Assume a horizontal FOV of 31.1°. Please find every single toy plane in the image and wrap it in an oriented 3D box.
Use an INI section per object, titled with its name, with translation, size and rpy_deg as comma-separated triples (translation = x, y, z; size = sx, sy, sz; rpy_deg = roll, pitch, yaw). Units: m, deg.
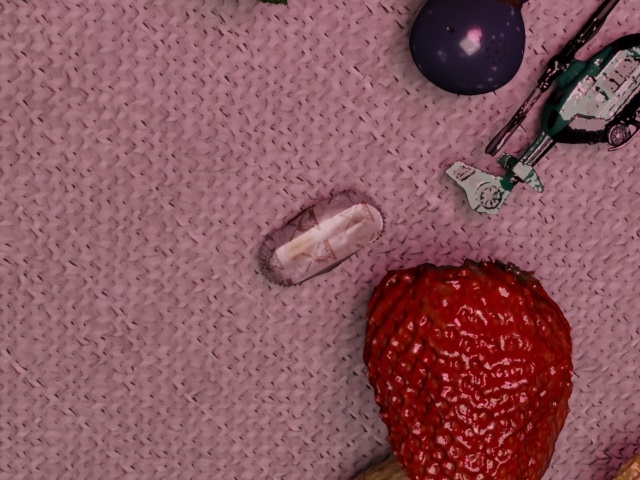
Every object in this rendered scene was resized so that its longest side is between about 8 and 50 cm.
[toy plane]
translation = 0.348, -0.177, 1.592
size = 0.155, 0.106, 0.381
rpy_deg = 41, 97, -10

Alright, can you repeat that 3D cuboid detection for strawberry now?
[strawberry]
translation = 0.217, 0.197, 1.551
size = 0.312, 0.267, 0.351
rpy_deg = 8, 64, -24

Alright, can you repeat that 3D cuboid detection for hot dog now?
[hot dog]
translation = 0.000, 0.000, 1.610
size = 0.192, 0.053, 0.099
rpy_deg = -33, 106, 4

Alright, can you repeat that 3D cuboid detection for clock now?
[clock]
translation = 0.204, -0.311, 1.504
size = 0.200, 0.146, 0.243
rpy_deg = 7, 105, -34

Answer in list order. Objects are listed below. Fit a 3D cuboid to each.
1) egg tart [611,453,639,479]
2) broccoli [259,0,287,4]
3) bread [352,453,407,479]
[egg tart]
translation = 0.556, 0.451, 1.771
size = 0.342, 0.132, 0.341
rpy_deg = -3, 106, -9
[broccoli]
translation = -0.048, -0.437, 1.381
size = 0.269, 0.269, 0.254
rpy_deg = 46, 65, -16
[bread]
translation = 0.208, 0.473, 1.709
size = 0.237, 0.165, 0.375
rpy_deg = -31, 106, -2
